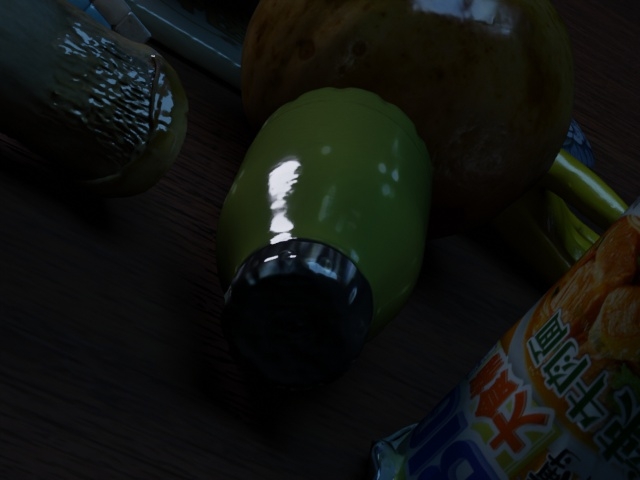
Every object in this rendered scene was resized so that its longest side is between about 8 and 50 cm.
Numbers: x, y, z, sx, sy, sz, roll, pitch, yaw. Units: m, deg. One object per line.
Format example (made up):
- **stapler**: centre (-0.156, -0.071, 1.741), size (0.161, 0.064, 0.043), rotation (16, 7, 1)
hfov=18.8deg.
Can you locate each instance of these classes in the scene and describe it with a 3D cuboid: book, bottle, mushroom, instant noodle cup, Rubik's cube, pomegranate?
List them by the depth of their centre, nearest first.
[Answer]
- **instant noodle cup**: centre (0.201, 0.113, 0.951), size (0.296, 0.214, 0.296), rotation (32, 19, -12)
- **mushroom**: centre (-0.226, -0.131, 0.986), size (0.351, 0.095, 0.123), rotation (31, 11, -18)
- **bottle**: centre (0.000, 0.000, 1.029), size (0.112, 0.112, 0.260), rotation (34, 20, -6)
- **Rubik's cube**: centre (-0.150, -0.118, 1.117), size (0.075, 0.073, 0.084), rotation (45, -14, -9)
- **pomegranate**: centre (0.063, -0.110, 1.247), size (0.215, 0.215, 0.215), rotation (32, 19, -13)
- **book**: centre (-0.124, -0.189, 1.406), size (0.295, 0.020, 0.208), rotation (30, 19, -19)

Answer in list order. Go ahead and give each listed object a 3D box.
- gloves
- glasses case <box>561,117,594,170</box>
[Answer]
- **gloves**: centre (0.159, -0.035, 1.425), size (0.294, 0.116, 0.133), rotation (43, 26, 0)
- **glasses case**: centre (0.099, -0.150, 1.596), size (0.321, 0.082, 0.122), rotation (47, 24, 28)
